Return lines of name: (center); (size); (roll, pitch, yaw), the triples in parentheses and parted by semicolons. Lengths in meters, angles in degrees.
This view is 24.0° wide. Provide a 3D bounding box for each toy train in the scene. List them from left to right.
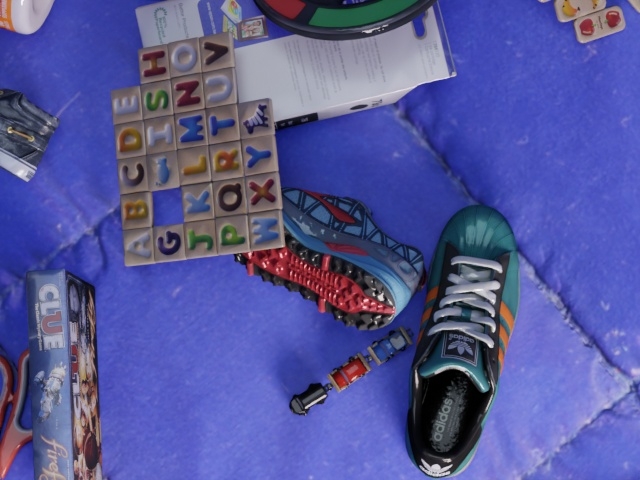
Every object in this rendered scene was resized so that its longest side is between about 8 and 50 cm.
toy train: (0.033, 0.141, 1.635); (0.158, 0.036, 0.027); (-33, 82, -3)

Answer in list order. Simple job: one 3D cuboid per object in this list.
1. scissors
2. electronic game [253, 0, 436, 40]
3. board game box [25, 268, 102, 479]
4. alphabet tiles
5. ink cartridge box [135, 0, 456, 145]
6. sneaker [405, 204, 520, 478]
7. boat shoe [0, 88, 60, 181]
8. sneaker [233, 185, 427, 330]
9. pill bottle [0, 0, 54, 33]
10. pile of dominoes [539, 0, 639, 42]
scissors: (-0.355, 0.261, 1.642); (0.109, 0.021, 0.297); (7, 81, 2)
electronic game: (0.033, -0.302, 1.620); (0.229, 0.048, 0.229); (-5, 54, 7)
board game box: (-0.267, 0.160, 1.582); (0.042, 0.165, 0.243); (-4, 82, 2)
alphabet tiles: (-0.136, -0.099, 1.618); (0.198, 0.009, 0.237); (-7, 86, 26)
ink cartridge box: (-0.027, -0.213, 1.676); (0.333, 0.065, 0.165); (-12, 81, 2)
sneaker: (0.155, 0.104, 1.593); (0.108, 0.121, 0.302); (9, 82, 3)
boat shoe: (-0.386, -0.143, 1.685); (0.183, 0.065, 0.083); (29, 83, -1)
sneaker: (0.000, 0.000, 1.641); (0.262, 0.104, 0.125); (34, 42, 21)
pill bottle: (-0.411, -0.315, 1.678); (0.221, 0.121, 0.121); (16, 83, 5)
pile of dominoes: (0.296, -0.351, 1.654); (0.196, 0.040, 0.251); (-45, 102, -3)
